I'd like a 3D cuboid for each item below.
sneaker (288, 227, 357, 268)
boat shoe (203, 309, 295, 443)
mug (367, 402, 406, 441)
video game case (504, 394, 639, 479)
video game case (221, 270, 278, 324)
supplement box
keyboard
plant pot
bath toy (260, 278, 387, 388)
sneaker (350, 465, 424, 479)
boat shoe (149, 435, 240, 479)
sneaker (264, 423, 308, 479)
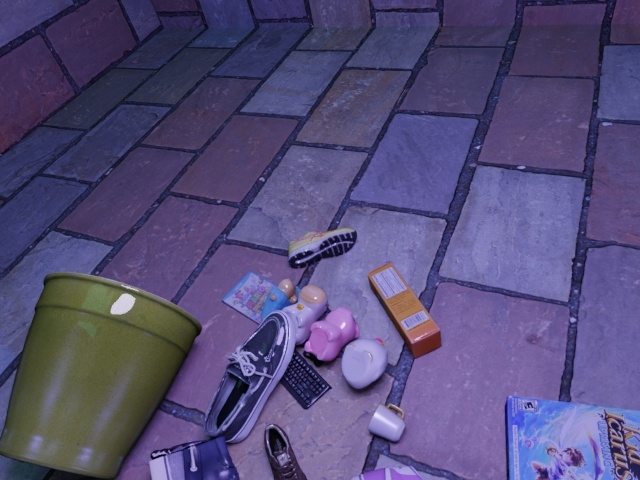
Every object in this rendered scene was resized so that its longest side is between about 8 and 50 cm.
[{"bbox_3d":[0.000,0.000,1.356,0.209,0.081,0.094,-18,43,-2],"label":"sneaker"},{"bbox_3d":[-0.160,0.286,1.051,0.113,0.105,0.306,21,73,36],"label":"boat shoe"},{"bbox_3d":[0.143,0.372,0.981,0.064,0.062,0.078,24,63,23],"label":"mug"},{"bbox_3d":[0.462,0.424,0.846,0.245,0.061,0.269,3,48,16],"label":"video game case"},{"bbox_3d":[-0.171,0.157,1.298,0.166,0.015,0.119,24,57,32],"label":"video game case"},{"bbox_3d":[0.198,0.162,1.152,0.080,0.078,0.233,-24,45,-4],"label":"supplement box"},{"bbox_3d":[-0.049,0.300,1.125,0.108,0.023,0.180,-36,50,-20],"label":"keyboard"},{"bbox_3d":[-0.494,0.307,1.039,0.367,0.366,0.352,4,60,18],"label":"plant pot"},{"bbox_3d":[0.022,0.212,1.124,0.348,0.129,0.151,28,96,37],"label":"bath toy"},{"bbox_3d":[0.158,0.522,0.807,0.161,0.102,0.282,-13,45,-2],"label":"sneaker"},{"bbox_3d":[-0.206,0.531,0.884,0.158,0.127,0.340,-13,54,-21],"label":"boat shoe"},{"bbox_3d":[-0.073,0.454,0.949,0.066,0.071,0.188,-27,46,-11],"label":"sneaker"}]
